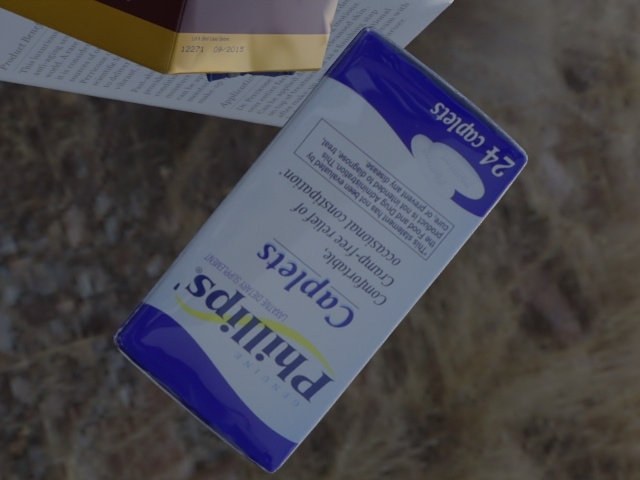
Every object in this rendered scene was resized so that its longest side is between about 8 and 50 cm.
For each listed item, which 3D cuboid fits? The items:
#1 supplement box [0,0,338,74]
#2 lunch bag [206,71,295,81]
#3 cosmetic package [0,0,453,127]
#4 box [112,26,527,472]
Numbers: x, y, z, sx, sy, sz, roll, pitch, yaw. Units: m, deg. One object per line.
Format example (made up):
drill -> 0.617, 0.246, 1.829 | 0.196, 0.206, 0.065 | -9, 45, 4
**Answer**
supplement box -> -0.084, -0.199, 0.804 | 0.129, 0.191, 0.194 | -10, 120, -59
lunch bag -> -0.053, -0.144, 1.073 | 0.098, 0.065, 0.067 | -110, -162, -57
cosmetic package -> -0.139, -0.242, 1.478 | 0.453, 0.230, 0.161 | 7, 56, -38
box -> 0.000, 0.000, 0.620 | 0.072, 0.137, 0.126 | 39, 3, -1
